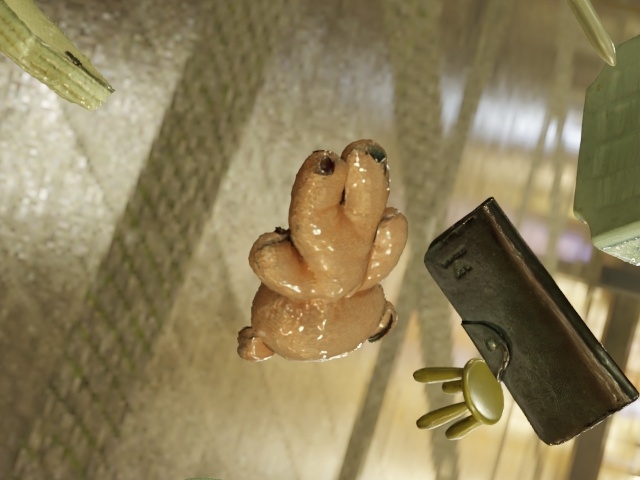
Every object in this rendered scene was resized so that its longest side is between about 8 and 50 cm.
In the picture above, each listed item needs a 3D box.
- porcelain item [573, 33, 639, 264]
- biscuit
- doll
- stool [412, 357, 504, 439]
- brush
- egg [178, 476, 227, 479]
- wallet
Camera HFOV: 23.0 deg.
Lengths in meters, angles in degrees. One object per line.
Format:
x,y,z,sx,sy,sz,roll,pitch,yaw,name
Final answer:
0.446,-0.117,1.896,0.286,0.157,0.282,-24,-126,58,porcelain item
-0.252,-0.184,1.233,0.040,0.199,0.121,-46,152,3,biscuit
0.000,0.000,1.812,0.156,0.201,0.303,-123,-147,-49,doll
0.222,0.254,2.532,0.135,0.110,0.134,61,37,-13,stool
0.240,-0.316,1.682,0.299,0.039,0.042,63,-9,8,brush
-0.115,0.426,2.000,0.203,0.283,0.203,-40,173,-6,egg
0.261,0.110,2.043,0.045,0.318,0.172,-29,172,-44,wallet
